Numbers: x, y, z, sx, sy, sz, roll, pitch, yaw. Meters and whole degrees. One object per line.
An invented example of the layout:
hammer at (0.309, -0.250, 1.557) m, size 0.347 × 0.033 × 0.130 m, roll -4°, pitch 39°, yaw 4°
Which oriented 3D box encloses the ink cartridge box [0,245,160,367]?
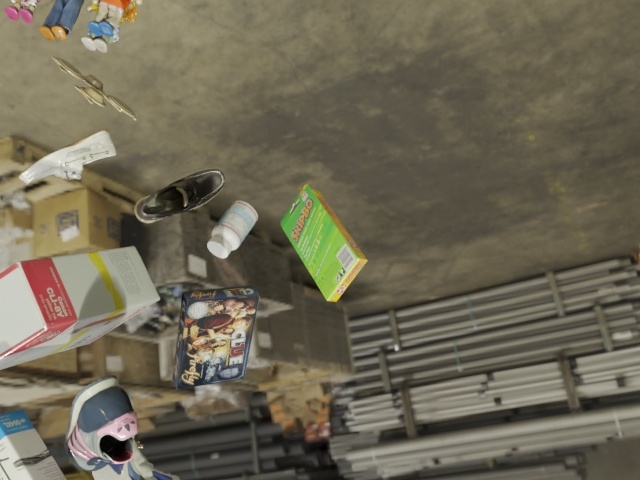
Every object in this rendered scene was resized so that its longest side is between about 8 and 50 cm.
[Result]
ink cartridge box at (-0.599, 0.153, 1.698) m, size 0.279 × 0.160 × 0.384 m, roll -30°, pitch 173°, yaw 24°

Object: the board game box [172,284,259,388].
board game box at (-0.234, 0.215, 1.656) m, size 0.165 × 0.042 × 0.243 m, roll -4°, pitch 124°, yaw -26°

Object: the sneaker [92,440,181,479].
sneaker at (-0.486, 0.650, 2.019) m, size 0.127 × 0.315 × 0.182 m, roll -39°, pitch 161°, yaw 8°

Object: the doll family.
doll family at (-0.430, -0.434, 1.360) m, size 0.263 × 0.163 × 0.118 m, roll 13°, pitch 157°, yaw 11°

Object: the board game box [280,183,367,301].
board game box at (0.000, 0.000, 1.635) m, size 0.039 × 0.259 × 0.124 m, roll 10°, pitch 125°, yaw -44°

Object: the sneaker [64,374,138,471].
sneaker at (-0.412, 0.390, 1.421) m, size 0.112 × 0.131 × 0.319 m, roll -25°, pitch 153°, yaw -32°

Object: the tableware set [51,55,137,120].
tableware set at (-0.431, -0.288, 1.423) m, size 0.020 × 0.141 × 0.168 m, roll -49°, pitch 161°, yaw 8°

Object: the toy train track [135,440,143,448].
toy train track at (-0.546, 0.579, 2.122) m, size 0.083 × 0.014 × 0.048 m, roll 7°, pitch -165°, yaw -3°

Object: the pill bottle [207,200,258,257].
pill bottle at (-0.247, -0.030, 2.078) m, size 0.087 × 0.160 × 0.087 m, roll 21°, pitch 144°, yaw 16°

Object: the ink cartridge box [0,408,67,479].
ink cartridge box at (-0.557, 0.432, 1.334) m, size 0.148 × 0.203 × 0.086 m, roll -41°, pitch 165°, yaw 8°

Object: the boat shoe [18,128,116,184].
boat shoe at (-0.696, -0.214, 2.076) m, size 0.277 × 0.096 × 0.098 m, roll -32°, pitch -167°, yaw -24°

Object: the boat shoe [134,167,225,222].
boat shoe at (-0.401, -0.129, 2.173) m, size 0.285 × 0.103 × 0.092 m, roll -24°, pitch -168°, yaw -18°
